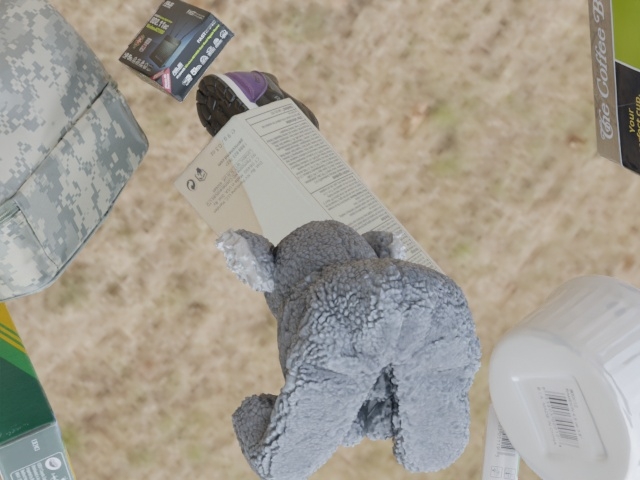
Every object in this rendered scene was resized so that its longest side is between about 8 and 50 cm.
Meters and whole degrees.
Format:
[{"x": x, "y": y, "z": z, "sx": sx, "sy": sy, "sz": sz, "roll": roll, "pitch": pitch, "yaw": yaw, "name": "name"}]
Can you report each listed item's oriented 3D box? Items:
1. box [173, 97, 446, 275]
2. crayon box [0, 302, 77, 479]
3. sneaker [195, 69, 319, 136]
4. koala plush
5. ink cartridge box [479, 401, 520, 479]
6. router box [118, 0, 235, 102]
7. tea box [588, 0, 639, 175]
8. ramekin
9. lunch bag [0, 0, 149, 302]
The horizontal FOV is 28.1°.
[{"x": 0.000, "y": 0.000, "z": 1.434, "sx": 0.121, "sy": 0.311, "sz": 0.148, "roll": -44, "pitch": 172, "yaw": 28, "name": "box"}, {"x": -0.394, "y": 0.175, "z": 1.573, "sx": 0.083, "sy": 0.323, "sz": 0.203, "roll": -23, "pitch": 142, "yaw": -17, "name": "crayon box"}, {"x": -0.034, "y": -0.124, "z": 1.648, "sx": 0.124, "sy": 0.283, "sz": 0.107, "roll": -17, "pitch": 149, "yaw": -37, "name": "sneaker"}, {"x": 0.019, "y": 0.059, "z": 1.070, "sx": 0.196, "sy": 0.221, "sz": 0.203, "roll": -1, "pitch": 124, "yaw": -20, "name": "koala plush"}, {"x": 0.248, "y": 0.340, "z": 1.796, "sx": 0.224, "sy": 0.056, "sz": 0.181, "roll": 73, "pitch": 24, "yaw": -68, "name": "ink cartridge box"}, {"x": -0.154, "y": -0.204, "z": 1.352, "sx": 0.038, "sy": 0.122, "sz": 0.092, "roll": 41, "pitch": 85, "yaw": -34, "name": "router box"}, {"x": 0.370, "y": -0.191, "z": 0.933, "sx": 0.220, "sy": 0.323, "sz": 0.329, "roll": -21, "pitch": 120, "yaw": -19, "name": "tea box"}, {"x": 0.341, "y": 0.195, "z": 1.614, "sx": 0.135, "sy": 0.277, "sz": 0.277, "roll": -26, "pitch": 143, "yaw": -31, "name": "ramekin"}, {"x": -0.354, "y": -0.111, "z": 1.339, "sx": 0.256, "sy": 0.213, "sz": 0.305, "roll": 63, "pitch": 35, "yaw": -28, "name": "lunch bag"}]
